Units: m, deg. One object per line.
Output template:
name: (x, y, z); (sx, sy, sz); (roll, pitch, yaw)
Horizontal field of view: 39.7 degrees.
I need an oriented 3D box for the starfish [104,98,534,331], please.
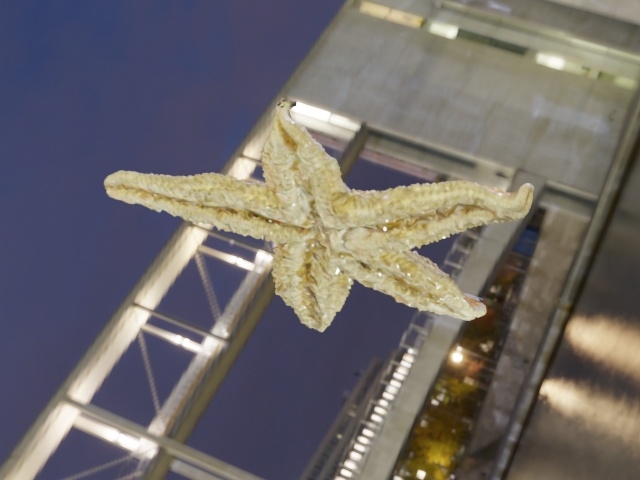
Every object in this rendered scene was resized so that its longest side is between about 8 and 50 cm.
starfish: (-0.001, 0.005, 0.565); (0.231, 0.295, 0.048); (60, -140, -49)
